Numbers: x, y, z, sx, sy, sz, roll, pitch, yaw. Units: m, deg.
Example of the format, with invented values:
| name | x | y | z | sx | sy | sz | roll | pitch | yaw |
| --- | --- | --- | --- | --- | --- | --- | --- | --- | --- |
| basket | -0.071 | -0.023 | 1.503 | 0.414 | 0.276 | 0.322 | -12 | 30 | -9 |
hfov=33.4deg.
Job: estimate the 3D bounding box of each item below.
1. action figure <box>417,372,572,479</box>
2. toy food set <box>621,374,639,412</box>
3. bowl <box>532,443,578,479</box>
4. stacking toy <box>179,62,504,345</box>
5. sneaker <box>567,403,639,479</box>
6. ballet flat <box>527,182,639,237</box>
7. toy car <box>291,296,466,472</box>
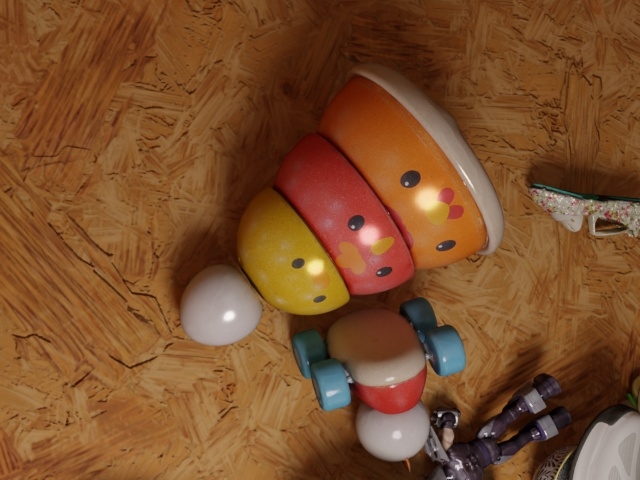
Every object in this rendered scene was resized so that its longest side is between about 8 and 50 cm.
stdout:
| name | x | y | z | sx | sy | sz | roll | pitch | yaw |
| --- | --- | --- | --- | --- | --- | --- | --- | --- | --- |
| action figure | 0.268 | 0.326 | 1.685 | 0.285 | 0.099 | 0.185 | -28 | 96 | -21 |
| toy food set | 0.587 | 0.290 | 1.856 | 0.192 | 0.038 | 0.132 | -28 | 94 | -36 |
| bowl | 0.393 | 0.397 | 1.710 | 0.170 | 0.080 | 0.170 | -5 | 98 | -39 |
| stacking toy | 0.000 | 0.000 | 1.584 | 0.480 | 0.350 | 0.350 | -38 | 93 | -7 |
| sneaker | 0.510 | 0.483 | 1.595 | 0.169 | 0.257 | 0.447 | 3 | 92 | -40 |
| ballet flat | 0.472 | -0.049 | 1.865 | 0.241 | 0.091 | 0.077 | 7 | 97 | -17 |
| toy car | 0.097 | 0.241 | 1.614 | 0.219 | 0.210 | 0.238 | -15 | 112 | -12 |
